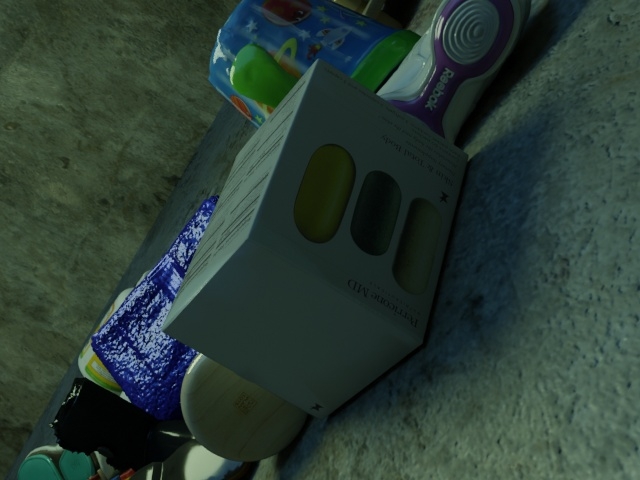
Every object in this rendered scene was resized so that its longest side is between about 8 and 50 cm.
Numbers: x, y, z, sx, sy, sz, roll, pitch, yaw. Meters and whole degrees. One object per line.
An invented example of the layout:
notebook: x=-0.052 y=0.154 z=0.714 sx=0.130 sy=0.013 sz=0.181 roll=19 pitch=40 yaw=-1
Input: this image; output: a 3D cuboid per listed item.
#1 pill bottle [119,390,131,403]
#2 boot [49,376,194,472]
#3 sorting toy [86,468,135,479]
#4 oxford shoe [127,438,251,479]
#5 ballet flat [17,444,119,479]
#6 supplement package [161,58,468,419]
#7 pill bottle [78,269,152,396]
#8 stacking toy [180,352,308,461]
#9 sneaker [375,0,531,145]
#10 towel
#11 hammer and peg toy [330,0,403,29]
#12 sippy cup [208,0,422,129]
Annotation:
pill bottle: x=-0.219 y=0.178 z=1.775 sx=0.222 sy=0.124 sz=0.124 roll=-60 pitch=13 yaw=2
boot: x=-0.238 y=0.251 z=1.504 sx=0.246 sy=0.207 sz=0.094 roll=-38 pitch=25 yaw=57
sorting toy: x=-0.387 y=0.416 z=1.848 sx=0.274 sy=0.046 sz=0.132 roll=-32 pitch=-1 yaw=4
oxford shoe: x=-0.150 y=0.294 z=1.402 sx=0.212 sy=0.076 sz=0.076 roll=-28 pitch=37 yaw=36
ballet flat: x=-0.426 y=0.407 z=2.079 sx=0.400 sy=0.139 sz=0.139 roll=-34 pitch=28 yaw=53
supplement package: x=0.000 y=0.000 z=1.184 sx=0.198 sy=0.199 sz=0.263 roll=-44 pitch=20 yaw=46
pill bottle: x=-0.366 y=0.181 z=2.285 sx=0.246 sy=0.136 sz=0.136 roll=-53 pitch=14 yaw=24
stacking toy: x=-0.091 y=0.150 z=1.385 sx=0.141 sy=0.141 sz=0.330 roll=-58 pitch=8 yaw=4
sneaker: x=0.145 y=-0.177 z=1.312 sx=0.305 sy=0.114 sz=0.152 roll=-51 pitch=-4 yaw=35
towel: x=-0.192 y=0.104 z=1.655 sx=0.308 sy=0.076 sz=0.227 roll=-52 pitch=50 yaw=8
hammer and peg toy: x=0.058 y=-0.418 z=2.040 sx=0.266 sy=0.127 sz=0.361 roll=-65 pitch=14 yaw=-21
sippy cup: x=-0.012 y=-0.210 z=1.470 sx=0.240 sy=0.224 sz=0.305 roll=-51 pitch=-15 yaw=-17
